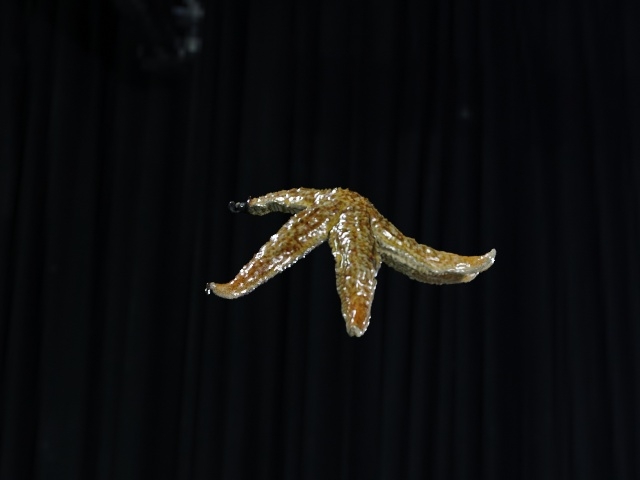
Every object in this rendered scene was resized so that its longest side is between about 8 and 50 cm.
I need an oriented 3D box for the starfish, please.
[{"bbox_3d":[0.000,-0.005,0.878,0.133,0.041,0.130,-13,34,-42],"label":"starfish"}]
